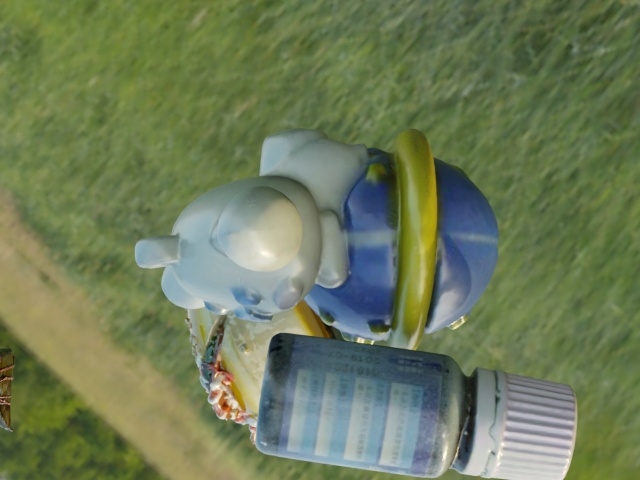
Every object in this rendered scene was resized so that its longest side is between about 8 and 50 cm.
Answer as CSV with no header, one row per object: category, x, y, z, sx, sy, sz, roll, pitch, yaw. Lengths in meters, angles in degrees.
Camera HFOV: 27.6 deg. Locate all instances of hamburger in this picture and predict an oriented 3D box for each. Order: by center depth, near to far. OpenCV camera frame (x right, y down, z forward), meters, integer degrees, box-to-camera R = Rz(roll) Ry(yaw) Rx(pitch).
hamburger,-0.054,0.099,1.375,0.295,0.151,0.227,35,-146,-67

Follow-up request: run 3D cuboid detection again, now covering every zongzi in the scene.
zongzi,-0.316,0.149,1.252,0.073,0.083,0.067,36,-179,6

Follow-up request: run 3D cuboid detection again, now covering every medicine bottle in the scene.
medicine bottle,0.062,0.112,0.849,0.203,0.083,0.083,7,163,1

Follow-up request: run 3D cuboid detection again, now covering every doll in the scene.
doll,0.006,-0.015,0.882,0.242,0.160,0.311,14,174,2
